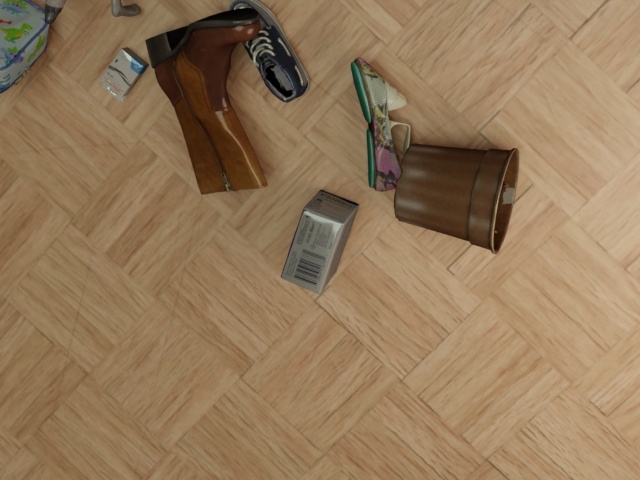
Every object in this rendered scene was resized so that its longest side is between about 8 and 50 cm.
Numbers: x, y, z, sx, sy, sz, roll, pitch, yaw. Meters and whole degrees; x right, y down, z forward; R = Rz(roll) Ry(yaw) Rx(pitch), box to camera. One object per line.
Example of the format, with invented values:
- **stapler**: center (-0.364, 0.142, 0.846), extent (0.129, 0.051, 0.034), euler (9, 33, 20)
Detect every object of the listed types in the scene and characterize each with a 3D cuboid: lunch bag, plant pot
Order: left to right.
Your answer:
- **lunch bag**: center (-0.558, -0.345, 1.951), extent (0.219, 0.176, 0.090), euler (29, 143, 1)
- **plant pot**: center (0.210, -0.077, 1.878), extent (0.165, 0.167, 0.166), euler (13, 107, 17)

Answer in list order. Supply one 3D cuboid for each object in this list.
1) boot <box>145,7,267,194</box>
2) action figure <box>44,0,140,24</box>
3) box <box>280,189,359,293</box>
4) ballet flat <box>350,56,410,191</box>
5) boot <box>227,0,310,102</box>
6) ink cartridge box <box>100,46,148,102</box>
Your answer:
- **boot**: center (-0.150, -0.209, 1.897), extent (0.264, 0.096, 0.280), euler (-10, 103, 41)
- **action figure**: center (-0.330, -0.488, 1.838), extent (0.341, 0.178, 0.330), euler (28, 133, 16)
- **box**: center (0.000, 0.000, 1.944), extent (0.072, 0.137, 0.126), euler (21, 108, 7)
- **ballet flat**: center (0.101, -0.187, 1.915), extent (0.079, 0.077, 0.221), euler (-11, 108, -4)
- **boot**: center (-0.085, -0.304, 1.906), extent (0.069, 0.086, 0.190), euler (-37, 95, 18)
- **ink cartridge box**: center (-0.328, -0.271, 1.995), extent (0.048, 0.028, 0.083), euler (39, 109, 0)
